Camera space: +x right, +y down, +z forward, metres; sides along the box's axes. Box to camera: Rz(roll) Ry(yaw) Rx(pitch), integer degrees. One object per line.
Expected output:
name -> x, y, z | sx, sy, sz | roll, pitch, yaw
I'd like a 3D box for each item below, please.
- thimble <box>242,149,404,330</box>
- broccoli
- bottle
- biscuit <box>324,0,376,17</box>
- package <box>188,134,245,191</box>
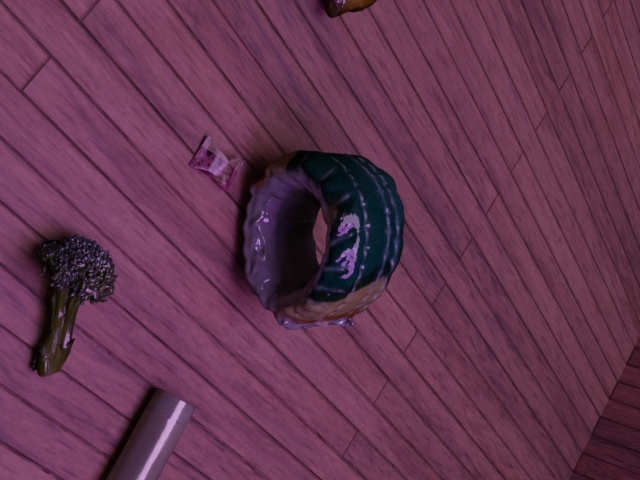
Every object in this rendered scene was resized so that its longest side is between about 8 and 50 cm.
thimble -> 0.000, 0.000, 1.442 | 0.167, 0.254, 0.288 | -3, 105, -45
broccoli -> -0.346, 0.093, 1.233 | 0.118, 0.122, 0.204 | 11, 108, -33
bottle -> -0.271, 0.332, 1.387 | 0.072, 0.072, 0.201 | 42, 71, -45
biscuit -> 0.058, -0.535, 1.484 | 0.329, 0.078, 0.335 | 27, 82, -50
package -> -0.160, -0.120, 1.404 | 0.083, 0.029, 0.059 | 35, 83, -36
